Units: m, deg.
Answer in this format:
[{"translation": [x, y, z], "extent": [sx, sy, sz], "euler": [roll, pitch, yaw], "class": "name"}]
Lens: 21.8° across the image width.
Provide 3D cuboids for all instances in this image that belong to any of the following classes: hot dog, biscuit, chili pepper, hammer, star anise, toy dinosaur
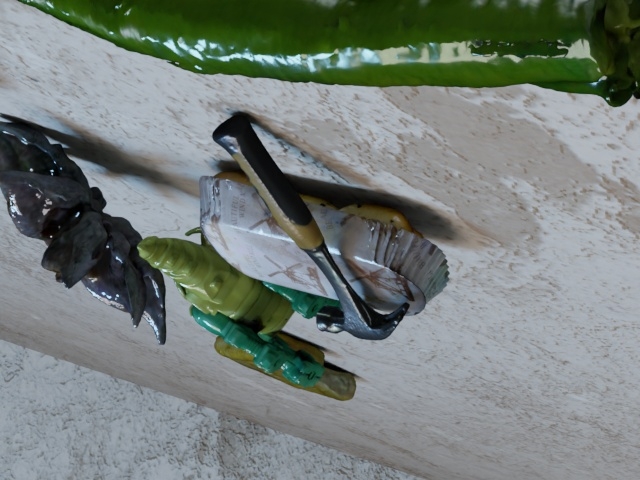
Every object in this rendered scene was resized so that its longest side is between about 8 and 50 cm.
[{"translation": [0.000, 0.000, 1.131], "extent": [0.191, 0.059, 0.108], "euler": [17, 156, 32], "class": "hot dog"}, {"translation": [-0.025, 0.143, 1.897], "extent": [0.174, 0.039, 0.183], "euler": [24, 169, -14], "class": "biscuit"}, {"translation": [-0.041, -0.106, 0.688], "extent": [0.359, 0.076, 0.085], "euler": [14, -167, 24], "class": "chili pepper"}, {"translation": [-0.007, -0.003, 1.051], "extent": [0.078, 0.021, 0.201], "euler": [6, 142, 40], "class": "hammer"}, {"translation": [-0.181, -0.010, 1.236], "extent": [0.204, 0.061, 0.180], "euler": [53, -172, 8], "class": "star anise"}, {"translation": [-0.063, 0.036, 1.255], "extent": [0.153, 0.094, 0.259], "euler": [34, -176, 14], "class": "toy dinosaur"}]
